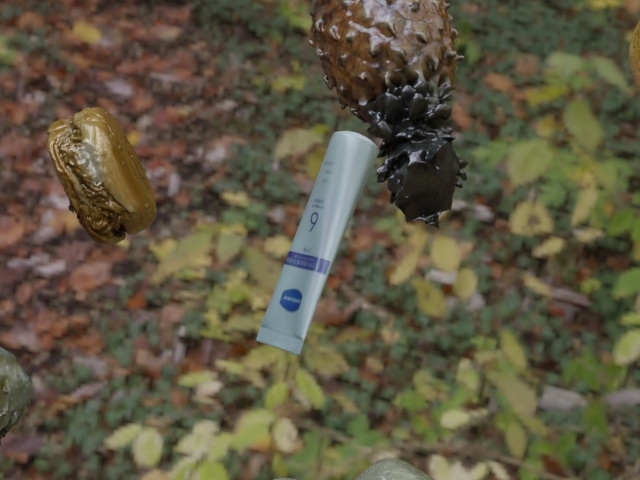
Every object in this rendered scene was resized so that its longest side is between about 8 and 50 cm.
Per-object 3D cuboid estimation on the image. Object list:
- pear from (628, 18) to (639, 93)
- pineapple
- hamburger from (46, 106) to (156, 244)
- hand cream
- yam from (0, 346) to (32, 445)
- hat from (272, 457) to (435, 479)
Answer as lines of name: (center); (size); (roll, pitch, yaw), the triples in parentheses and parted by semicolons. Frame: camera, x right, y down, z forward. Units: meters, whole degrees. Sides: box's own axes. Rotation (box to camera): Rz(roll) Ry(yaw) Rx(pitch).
pear: (0.439, -0.212, 1.617); (0.178, 0.178, 0.178); (12, 14, -3)
pineapple: (0.076, -0.144, 1.408); (0.158, 0.158, 0.278); (6, 54, -25)
hamburger: (-0.223, -0.065, 1.438); (0.083, 0.138, 0.147); (-22, 17, -1)
hand cream: (0.000, 0.000, 1.945); (0.067, 0.320, 0.109); (24, -7, -35)
yam: (-0.242, 0.084, 0.767); (0.078, 0.078, 0.179); (21, 4, 31)
hat: (0.074, 0.276, 1.384); (0.252, 0.110, 0.252); (33, 9, -6)
